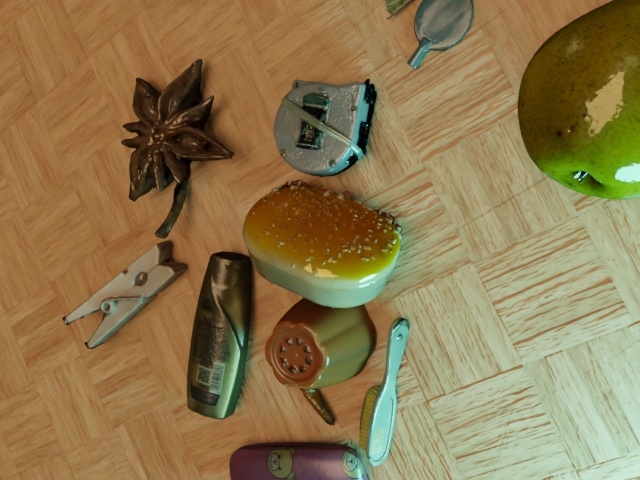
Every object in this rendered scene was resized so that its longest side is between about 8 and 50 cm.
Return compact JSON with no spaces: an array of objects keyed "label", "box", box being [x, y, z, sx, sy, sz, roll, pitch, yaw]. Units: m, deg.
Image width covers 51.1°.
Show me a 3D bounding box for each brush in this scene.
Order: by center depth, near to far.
[{"label":"brush","box":[0.116,0.286,1.292,0.060,0.068,0.297,18,101,46]}]

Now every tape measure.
[{"label":"tape measure","box":[0.004,-0.210,1.253,0.181,0.107,0.181,6,93,23]}]

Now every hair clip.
[{"label":"hair clip","box":[-0.446,0.127,1.529,0.330,0.085,0.101,-37,82,24]}]

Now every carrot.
[{"label":"carrot","box":[-0.021,0.310,1.371,0.035,0.035,0.165,-37,82,25]}]

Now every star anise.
[{"label":"star anise","box":[-0.315,-0.204,1.413,0.292,0.108,0.350,-32,71,33]}]

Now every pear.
[{"label":"pear","box":[0.427,-0.196,0.954,0.294,0.294,0.295,4,98,26]}]

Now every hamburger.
[{"label":"hamburger","box":[0.000,0.000,1.219,0.295,0.227,0.152,24,130,19]}]

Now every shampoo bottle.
[{"label":"shampoo bottle","box":[-0.213,0.199,1.424,0.125,0.084,0.351,13,102,22]}]

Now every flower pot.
[{"label":"flower pot","box":[-0.009,0.195,1.274,0.190,0.173,0.191,2,96,25]}]

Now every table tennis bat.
[{"label":"table tennis bat","box":[0.204,-0.374,1.180,0.100,0.019,0.155,39,110,17]}]

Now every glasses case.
[{"label":"glasses case","box":[-0.052,0.484,1.384,0.316,0.075,0.123,-10,92,27]}]

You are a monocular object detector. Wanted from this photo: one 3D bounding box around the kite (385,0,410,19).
[{"label":"kite","box":[0.179,-0.552,1.173,0.267,0.013,0.323,9,98,24]}]
